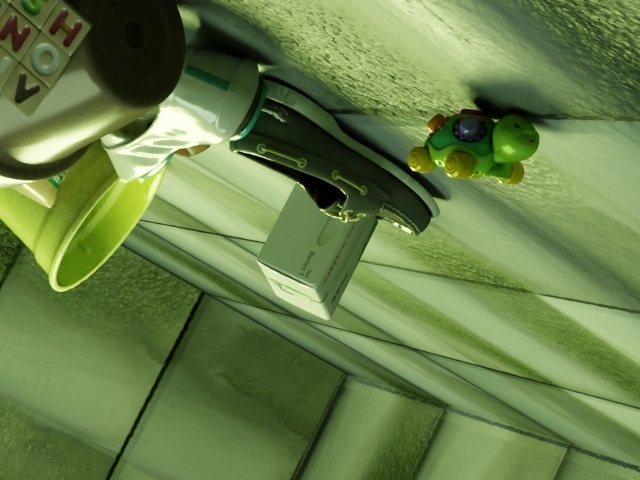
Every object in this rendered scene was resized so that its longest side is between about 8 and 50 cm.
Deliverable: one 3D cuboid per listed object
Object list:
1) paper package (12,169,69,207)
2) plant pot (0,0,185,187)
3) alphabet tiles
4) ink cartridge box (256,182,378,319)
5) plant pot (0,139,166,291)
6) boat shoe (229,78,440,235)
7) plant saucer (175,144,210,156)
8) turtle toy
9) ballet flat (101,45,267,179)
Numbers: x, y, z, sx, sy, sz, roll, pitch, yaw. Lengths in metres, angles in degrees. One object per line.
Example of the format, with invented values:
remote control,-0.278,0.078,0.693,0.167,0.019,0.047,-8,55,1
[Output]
paper package,-0.497,-0.220,2.154,0.309,0.168,0.325,29,172,23
plant pot,-0.269,-0.191,1.618,0.229,0.263,0.263,-4,153,39
alphabet tiles,-0.336,-0.237,1.513,0.237,0.198,0.009,41,-157,6
ink cartridge box,0.000,0.000,2.088,0.092,0.160,0.219,25,169,11
plant pot,-0.425,-0.104,2.485,0.254,0.276,0.276,37,172,9
boat shoe,0.017,-0.076,1.834,0.305,0.091,0.109,34,168,-35
plant saucer,-0.239,-0.163,2.259,0.168,0.029,0.168,27,171,5
turtle toy,0.150,-0.089,1.479,0.095,0.066,0.130,4,-175,-41
ballet flat,-0.195,-0.160,1.825,0.139,0.139,0.400,30,164,-21
